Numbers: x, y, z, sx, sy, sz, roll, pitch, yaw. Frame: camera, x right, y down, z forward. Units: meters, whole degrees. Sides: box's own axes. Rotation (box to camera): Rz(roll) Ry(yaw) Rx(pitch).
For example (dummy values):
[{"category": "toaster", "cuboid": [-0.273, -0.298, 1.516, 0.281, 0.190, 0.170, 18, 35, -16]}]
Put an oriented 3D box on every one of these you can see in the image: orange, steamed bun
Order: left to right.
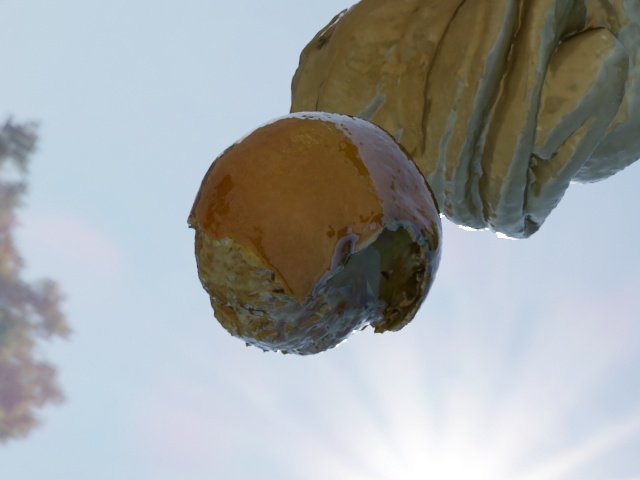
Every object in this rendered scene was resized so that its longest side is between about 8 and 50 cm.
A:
[{"category": "orange", "cuboid": [0.000, 0.000, 0.987, 0.134, 0.156, 0.156, 24, -97, 49]}, {"category": "steamed bun", "cuboid": [0.149, -0.121, 1.451, 0.372, 0.325, 0.230, -36, -104, 19]}]
